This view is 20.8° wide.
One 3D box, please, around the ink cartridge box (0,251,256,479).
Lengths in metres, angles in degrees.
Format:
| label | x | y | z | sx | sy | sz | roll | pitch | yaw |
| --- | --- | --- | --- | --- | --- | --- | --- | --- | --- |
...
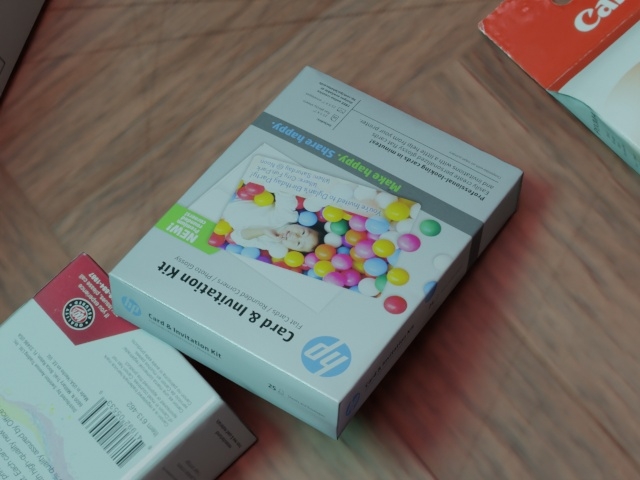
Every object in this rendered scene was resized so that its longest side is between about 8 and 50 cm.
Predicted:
| label | x | y | z | sx | sy | sz | roll | pitch | yaw |
| --- | --- | --- | --- | --- | --- | --- | --- | --- | --- |
| ink cartridge box | -0.145 | 0.115 | 0.938 | 0.175 | 0.072 | 0.127 | -43 | 63 | -6 |

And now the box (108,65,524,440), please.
| label | x | y | z | sx | sy | sz | roll | pitch | yaw |
| --- | --- | --- | --- | --- | --- | --- | --- | --- | --- |
| box | 0.000 | 0.000 | 0.930 | 0.145 | 0.038 | 0.186 | 28 | 56 | 20 |

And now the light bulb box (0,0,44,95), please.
| label | x | y | z | sx | sy | sz | roll | pitch | yaw |
| --- | --- | --- | --- | --- | --- | --- | --- | --- | --- |
| light bulb box | -0.398 | -0.140 | 1.038 | 0.361 | 0.225 | 0.358 | 15 | 72 | 22 |

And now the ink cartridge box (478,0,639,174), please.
| label | x | y | z | sx | sy | sz | roll | pitch | yaw |
| --- | --- | --- | --- | --- | --- | --- | --- | --- | --- |
| ink cartridge box | 0.195 | -0.121 | 0.970 | 0.145 | 0.045 | 0.179 | -41 | 65 | -6 |
